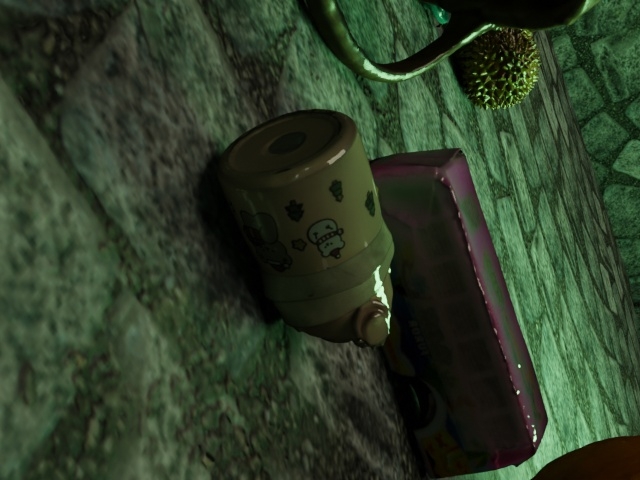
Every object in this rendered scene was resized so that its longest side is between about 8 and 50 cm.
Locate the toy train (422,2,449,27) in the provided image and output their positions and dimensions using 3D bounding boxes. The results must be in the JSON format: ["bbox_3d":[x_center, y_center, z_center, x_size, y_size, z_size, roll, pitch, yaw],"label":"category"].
[{"bbox_3d":[0.189,-0.433,1.230,0.194,0.120,0.298,61,26,-18],"label":"toy train"}]

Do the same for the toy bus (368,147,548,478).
[{"bbox_3d":[0.100,0.057,0.719,0.090,0.112,0.274,-38,111,-58],"label":"toy bus"}]

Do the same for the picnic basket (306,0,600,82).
[{"bbox_3d":[0.101,-0.298,0.802,0.293,0.337,0.337,61,25,-44],"label":"picnic basket"}]

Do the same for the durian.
[{"bbox_3d":[0.267,-0.273,1.296,0.168,0.136,0.158,64,41,-57],"label":"durian"}]

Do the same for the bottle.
[{"bbox_3d":[-0.001,0.001,0.549,0.099,0.098,0.152,-74,149,-52],"label":"bottle"}]

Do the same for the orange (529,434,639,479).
[{"bbox_3d":[0.327,0.384,0.748,0.424,0.326,0.424,49,32,-45],"label":"orange"}]
